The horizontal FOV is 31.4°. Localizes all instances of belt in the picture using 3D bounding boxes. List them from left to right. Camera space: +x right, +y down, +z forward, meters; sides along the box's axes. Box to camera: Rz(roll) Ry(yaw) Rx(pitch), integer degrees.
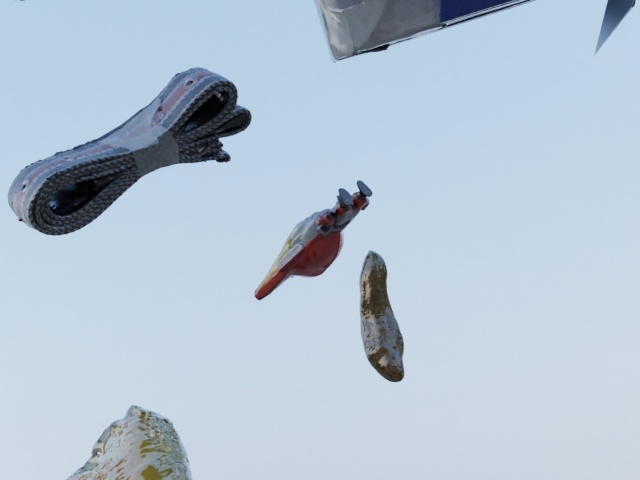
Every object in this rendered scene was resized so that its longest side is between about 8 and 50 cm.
[{"bbox_3d":[-0.259,-0.120,1.562,0.359,0.094,0.126,-32,-51,-26],"label":"belt"},{"bbox_3d":[0.165,-0.336,1.506,0.346,0.117,0.212,-16,7,4],"label":"belt"}]

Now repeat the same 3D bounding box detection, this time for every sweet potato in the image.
[{"bbox_3d":[0.075,0.101,1.471,0.053,0.182,0.054,-21,-23,26],"label":"sweet potato"}]

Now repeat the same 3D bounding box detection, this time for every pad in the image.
[{"bbox_3d":[0.216,-0.203,0.784,0.004,0.127,0.190,14,2,6],"label":"pad"}]

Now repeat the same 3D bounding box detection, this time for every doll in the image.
[{"bbox_3d":[0.000,0.000,1.219,0.109,0.057,0.169,-32,-7,-43],"label":"doll"}]

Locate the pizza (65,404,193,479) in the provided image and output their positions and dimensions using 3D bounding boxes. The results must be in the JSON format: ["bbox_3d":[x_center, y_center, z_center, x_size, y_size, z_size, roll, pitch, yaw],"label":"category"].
[{"bbox_3d":[-0.112,0.179,0.555,0.080,0.204,0.188,42,-72,-16],"label":"pizza"}]
